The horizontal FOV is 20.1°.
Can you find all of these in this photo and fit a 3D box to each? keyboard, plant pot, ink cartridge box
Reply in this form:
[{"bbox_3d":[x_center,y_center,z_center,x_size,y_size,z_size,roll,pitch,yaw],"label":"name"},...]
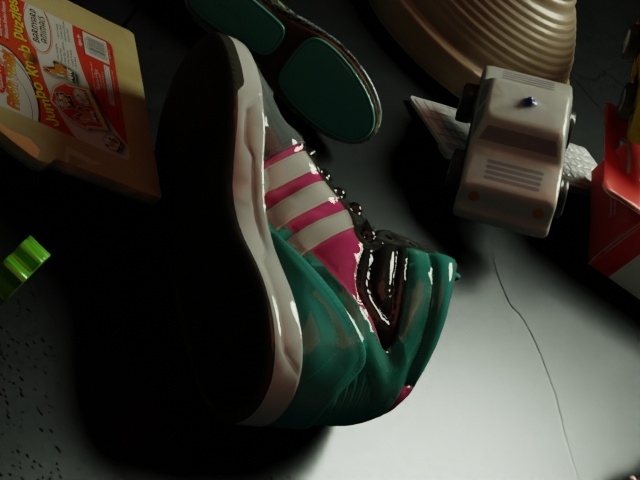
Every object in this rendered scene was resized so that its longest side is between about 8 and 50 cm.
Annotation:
[{"bbox_3d":[0.180,-0.082,1.636,0.256,0.014,0.072,12,43,-45],"label":"keyboard"},{"bbox_3d":[0.162,-0.225,1.693,0.237,0.110,0.237,32,30,-21],"label":"plant pot"},{"bbox_3d":[0.318,-0.007,1.635,0.231,0.078,0.134,34,38,-19],"label":"ink cartridge box"}]

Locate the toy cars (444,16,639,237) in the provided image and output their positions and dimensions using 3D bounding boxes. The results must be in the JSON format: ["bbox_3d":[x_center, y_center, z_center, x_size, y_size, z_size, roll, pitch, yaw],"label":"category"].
[{"bbox_3d":[0.246,-0.128,1.555,0.394,0.087,0.176,-23,53,-34],"label":"toy cars"}]

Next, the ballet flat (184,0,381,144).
[{"bbox_3d":[-0.025,-0.151,1.420,0.188,0.070,0.070,43,29,-9],"label":"ballet flat"}]

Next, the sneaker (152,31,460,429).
[{"bbox_3d":[0.000,0.000,1.185,0.178,0.124,0.295,15,48,-34],"label":"sneaker"}]

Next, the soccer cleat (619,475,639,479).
[{"bbox_3d":[0.216,0.194,1.316,0.083,0.029,0.035,-1,61,-48],"label":"soccer cleat"}]

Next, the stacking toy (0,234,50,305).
[{"bbox_3d":[-0.254,-0.001,0.951,0.167,0.052,0.221,45,27,-4],"label":"stacking toy"}]

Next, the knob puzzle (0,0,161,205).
[{"bbox_3d":[-0.199,-0.109,1.174,0.213,0.030,0.213,32,32,-23],"label":"knob puzzle"}]
